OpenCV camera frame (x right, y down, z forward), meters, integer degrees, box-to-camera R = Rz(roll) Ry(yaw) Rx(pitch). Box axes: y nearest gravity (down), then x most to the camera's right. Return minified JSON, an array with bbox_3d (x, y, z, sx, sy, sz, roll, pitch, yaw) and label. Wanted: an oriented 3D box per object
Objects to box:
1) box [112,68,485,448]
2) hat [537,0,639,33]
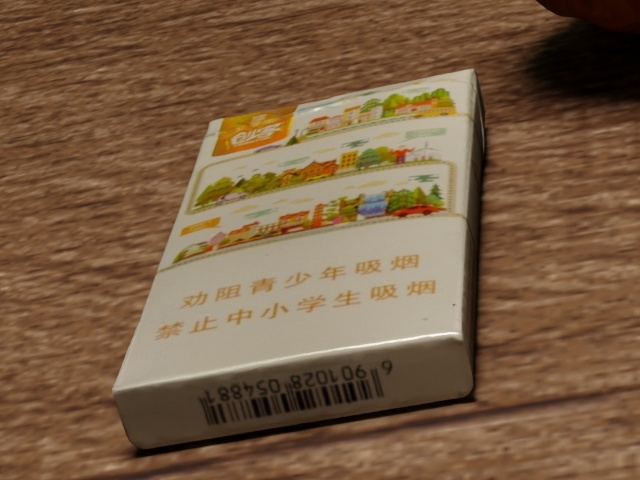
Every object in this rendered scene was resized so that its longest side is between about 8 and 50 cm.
[{"bbox_3d":[0.000,-0.001,0.723,0.122,0.032,0.220,-11,26,12],"label":"box"},{"bbox_3d":[0.250,-0.189,0.751,0.400,0.285,0.285,18,39,28],"label":"hat"}]
